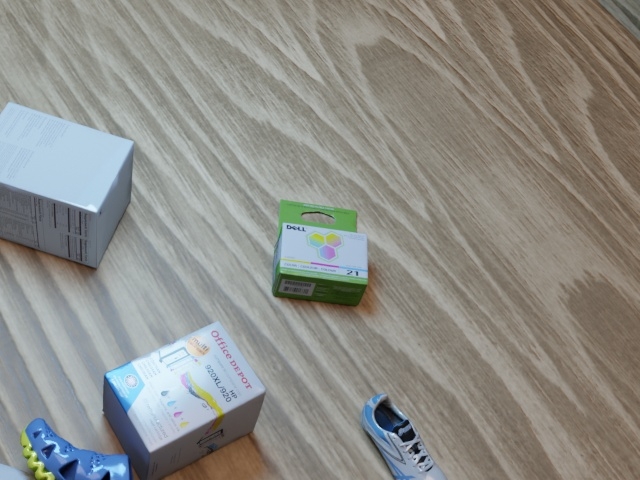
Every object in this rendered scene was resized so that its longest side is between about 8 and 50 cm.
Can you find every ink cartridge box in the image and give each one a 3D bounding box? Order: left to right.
[{"bbox_3d":[-0.245,0.289,1.569,0.233,0.168,0.171,-24,64,-28],"label":"ink cartridge box"},{"bbox_3d":[0.000,0.000,1.883,0.189,0.097,0.255,8,55,-9],"label":"ink cartridge box"}]

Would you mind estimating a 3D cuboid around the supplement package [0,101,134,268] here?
[{"bbox_3d":[-0.535,-0.109,1.759,0.263,0.198,0.199,18,52,-1],"label":"supplement package"}]

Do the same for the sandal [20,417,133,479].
[{"bbox_3d":[-0.370,0.409,1.471,0.317,0.126,0.138,43,74,6],"label":"sandal"}]

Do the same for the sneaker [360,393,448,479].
[{"bbox_3d":[0.163,0.394,1.653,0.085,0.086,0.237,-28,67,-31],"label":"sneaker"}]

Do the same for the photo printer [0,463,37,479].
[{"bbox_3d":[-0.593,0.429,1.319,0.256,0.107,0.307,17,11,-1],"label":"photo printer"}]
